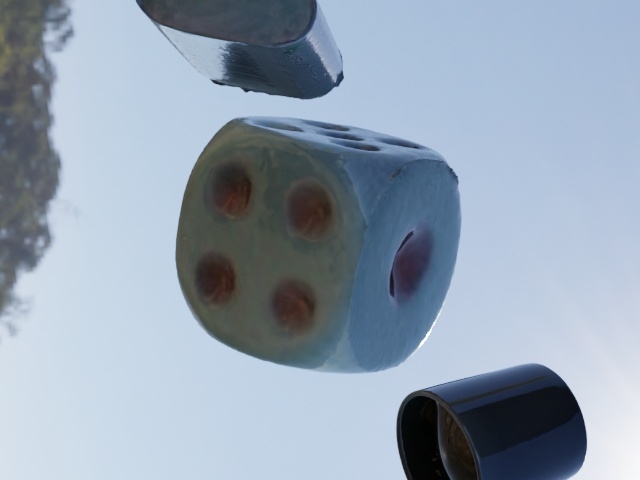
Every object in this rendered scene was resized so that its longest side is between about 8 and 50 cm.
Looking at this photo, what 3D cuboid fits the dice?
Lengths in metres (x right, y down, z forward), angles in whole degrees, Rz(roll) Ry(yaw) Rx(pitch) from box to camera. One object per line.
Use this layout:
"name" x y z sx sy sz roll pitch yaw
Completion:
"dice" 0.000 0.000 1.674 0.262 0.264 0.268 16 -77 30

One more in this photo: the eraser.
"eraser" -0.072 -0.206 1.355 0.227 0.174 0.081 48 52 -80

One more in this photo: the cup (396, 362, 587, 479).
"cup" 0.098 0.118 0.740 0.100 0.077 0.078 67 -29 17
